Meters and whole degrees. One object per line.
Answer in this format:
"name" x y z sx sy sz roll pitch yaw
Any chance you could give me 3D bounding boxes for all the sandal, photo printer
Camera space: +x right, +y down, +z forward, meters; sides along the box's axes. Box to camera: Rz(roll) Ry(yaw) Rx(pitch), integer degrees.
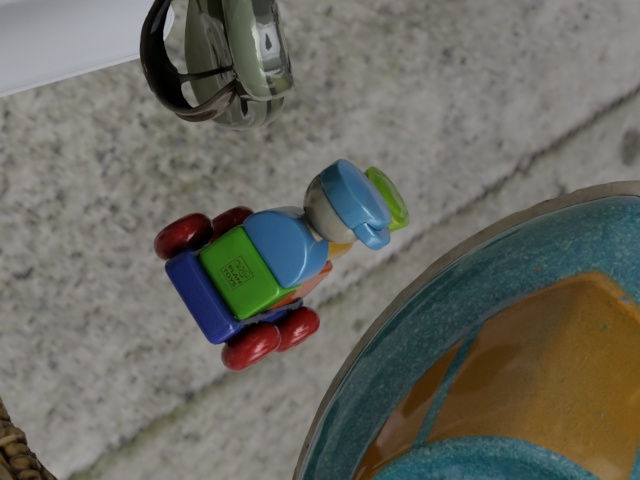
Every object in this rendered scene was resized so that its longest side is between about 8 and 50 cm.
"sandal" -0.076 -0.131 1.067 0.086 0.120 0.303 -18 -179 -6
"photo printer" -0.310 -0.204 1.545 0.307 0.256 0.107 -23 114 -45

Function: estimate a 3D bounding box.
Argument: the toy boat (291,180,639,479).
"toy boat" 0.125 0.108 0.480 0.148 0.318 0.267 39 60 -61

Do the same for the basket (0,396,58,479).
"basket" -0.251 0.134 0.701 0.223 0.299 0.213 -19 133 -25

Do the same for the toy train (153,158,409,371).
"toy train" 0.000 0.000 1.130 0.143 0.105 0.248 -33 174 17
